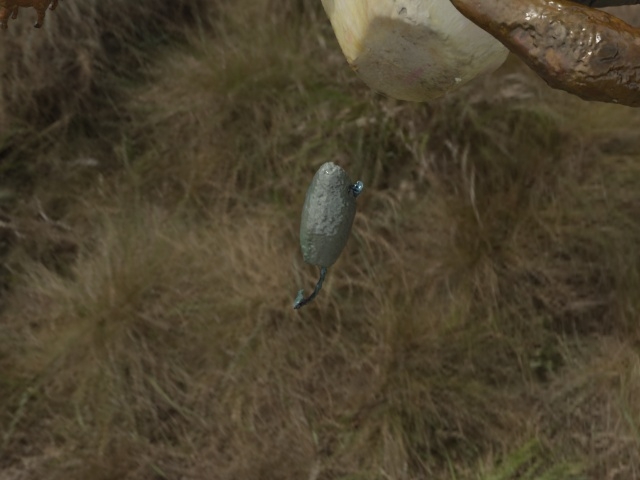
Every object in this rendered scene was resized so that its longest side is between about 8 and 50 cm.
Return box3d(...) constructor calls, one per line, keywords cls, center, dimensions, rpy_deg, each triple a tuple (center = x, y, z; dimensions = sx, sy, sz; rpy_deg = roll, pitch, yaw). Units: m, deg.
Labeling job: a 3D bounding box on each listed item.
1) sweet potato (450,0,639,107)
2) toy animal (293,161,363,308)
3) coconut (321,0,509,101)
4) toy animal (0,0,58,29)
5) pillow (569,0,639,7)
box3d(cls="sweet potato", center=(0.288, -0.189, 1.136), dimensions=(0.341, 0.092, 0.114), rpy_deg=(15, 38, -8))
box3d(cls="toy animal", center=(0.002, 0.009, 1.431), dimensions=(0.070, 0.253, 0.079), rpy_deg=(23, 40, 15))
box3d(cls="coconut", center=(0.163, -0.413, 1.749), dimensions=(0.352, 0.353, 0.353), rpy_deg=(-7, 57, 11))
box3d(cls="toy animal", center=(-0.589, -0.454, 2.001), dimensions=(0.224, 0.230, 0.066), rpy_deg=(-9, 73, -6))
box3d(cls="pillow", center=(0.356, -0.362, 1.179), dimensions=(0.326, 0.228, 0.101), rpy_deg=(-5, 38, -19))
